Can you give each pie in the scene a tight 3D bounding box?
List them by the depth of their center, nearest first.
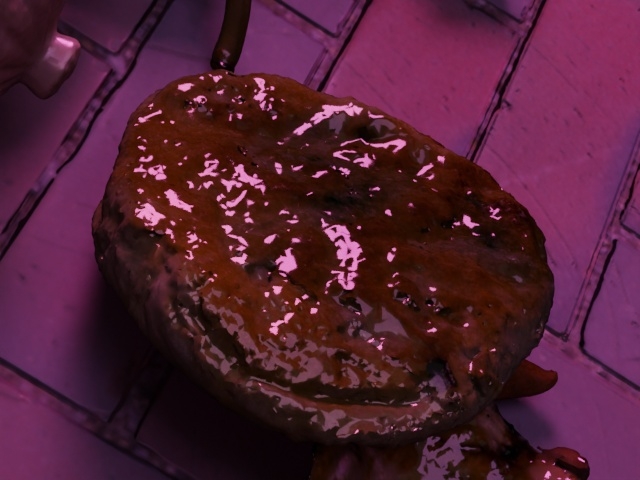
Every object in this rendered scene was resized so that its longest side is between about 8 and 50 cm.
[{"bbox_3d":[0.000,0.000,0.934,0.277,0.078,0.277,15,34,-11],"label":"pie"}]

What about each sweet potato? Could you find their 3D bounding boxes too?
[{"bbox_3d":[0.064,0.068,0.991,0.179,0.044,0.044,15,56,-19],"label":"sweet potato"}]

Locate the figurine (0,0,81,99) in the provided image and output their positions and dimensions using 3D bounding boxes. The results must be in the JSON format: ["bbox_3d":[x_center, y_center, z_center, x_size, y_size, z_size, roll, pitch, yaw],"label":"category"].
[{"bbox_3d":[-0.287,-0.175,0.898,0.332,0.204,0.185,17,62,16],"label":"figurine"}]

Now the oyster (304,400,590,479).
[{"bbox_3d":[0.098,0.241,0.870,0.221,0.096,0.361,-20,71,-31],"label":"oyster"}]

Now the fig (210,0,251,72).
[{"bbox_3d":[-0.085,-0.224,1.042,0.149,0.149,0.245,-21,85,-35],"label":"fig"}]
